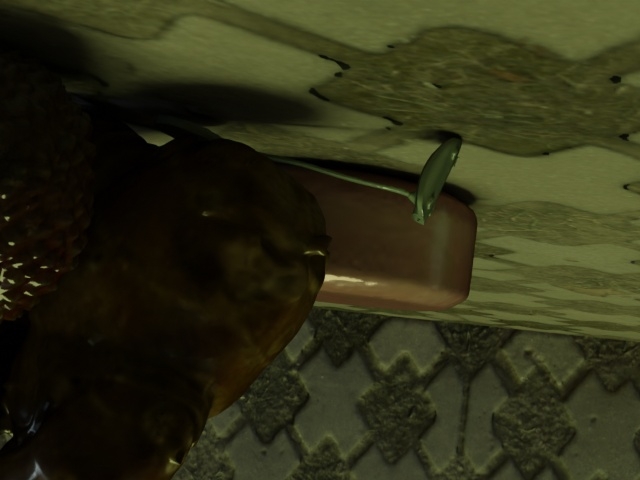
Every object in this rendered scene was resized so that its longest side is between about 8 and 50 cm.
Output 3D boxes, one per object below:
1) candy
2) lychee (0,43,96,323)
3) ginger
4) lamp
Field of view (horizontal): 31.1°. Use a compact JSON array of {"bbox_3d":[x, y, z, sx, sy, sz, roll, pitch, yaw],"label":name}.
[{"bbox_3d":[0.000,0.000,0.954,0.255,0.094,0.255,7,174,1],"label":"candy"},{"bbox_3d":[-0.196,-0.028,0.592,0.165,0.165,0.197,7,-159,-1],"label":"lychee"},{"bbox_3d":[-0.169,0.048,0.744,0.357,0.274,0.152,16,167,39],"label":"ginger"},{"bbox_3d":[-0.011,-0.063,0.739,0.198,0.056,0.050,17,175,12],"label":"lamp"}]
